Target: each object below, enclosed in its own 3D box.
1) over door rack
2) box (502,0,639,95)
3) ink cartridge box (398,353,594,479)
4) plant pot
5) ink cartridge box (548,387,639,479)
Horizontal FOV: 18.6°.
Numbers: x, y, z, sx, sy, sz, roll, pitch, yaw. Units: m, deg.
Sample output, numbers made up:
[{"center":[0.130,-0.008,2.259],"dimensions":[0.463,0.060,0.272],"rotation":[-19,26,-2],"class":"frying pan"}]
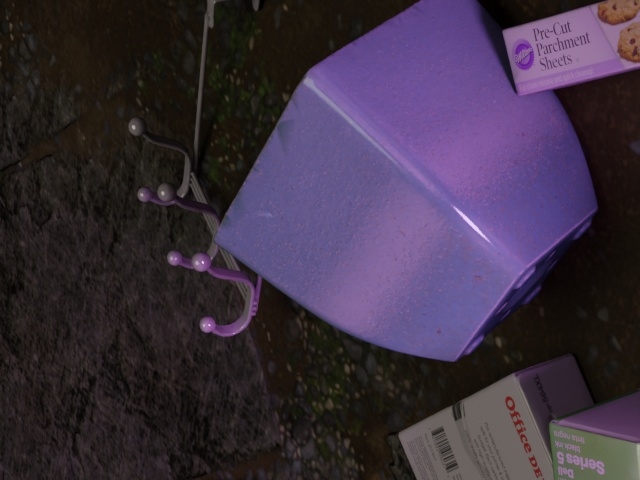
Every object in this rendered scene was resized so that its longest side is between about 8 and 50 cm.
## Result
[{"center":[-0.117,-0.087,2.131],"dimensions":[0.239,0.108,0.324],"rotation":[62,143,38],"class":"over door rack"},{"center":[0.287,-0.181,1.642],"dimensions":[0.324,0.063,0.067],"rotation":[-9,94,53],"class":"box"},{"center":[0.186,0.215,1.892],"dimensions":[0.203,0.086,0.148],"rotation":[-34,75,51],"class":"ink cartridge box"},{"center":[0.103,-0.041,1.797],"dimensions":[0.252,0.248,0.247],"rotation":[42,135,12],"class":"plant pot"},{"center":[0.309,0.266,1.653],"dimensions":[0.115,0.198,0.272],"rotation":[9,108,51],"class":"ink cartridge box"}]
